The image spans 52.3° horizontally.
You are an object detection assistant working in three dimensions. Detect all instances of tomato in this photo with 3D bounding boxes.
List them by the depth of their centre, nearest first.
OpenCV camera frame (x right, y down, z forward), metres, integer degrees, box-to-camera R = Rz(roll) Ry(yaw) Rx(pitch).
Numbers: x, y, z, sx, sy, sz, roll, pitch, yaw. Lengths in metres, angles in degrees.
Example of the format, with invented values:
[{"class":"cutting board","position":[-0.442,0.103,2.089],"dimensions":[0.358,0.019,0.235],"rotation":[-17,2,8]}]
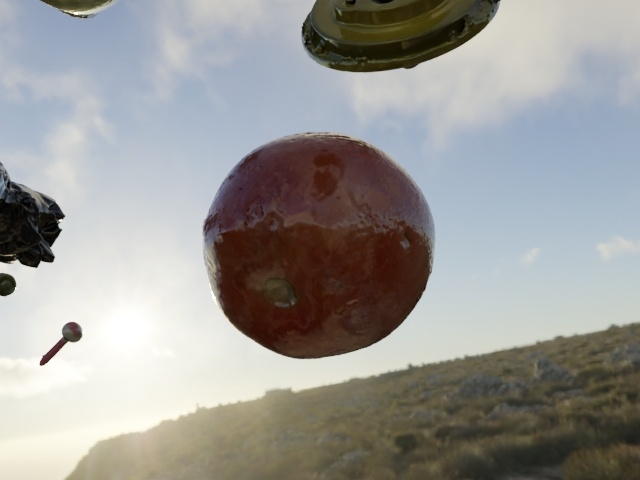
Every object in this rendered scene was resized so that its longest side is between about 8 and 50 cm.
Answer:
[{"class":"tomato","position":[0.000,0.000,0.600],"dimensions":[0.208,0.208,0.184],"rotation":[-19,19,35]}]

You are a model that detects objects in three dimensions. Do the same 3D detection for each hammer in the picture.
[{"class":"hammer","position":[-0.404,0.163,1.012],"dimensions":[0.083,0.031,0.052],"rotation":[-50,-2,-22]}]

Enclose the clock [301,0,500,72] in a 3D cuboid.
[{"class":"clock","position":[0.084,-0.277,0.743],"dimensions":[0.237,0.237,0.057],"rotation":[-12,-46,8]}]

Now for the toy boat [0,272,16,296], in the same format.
[{"class":"toy boat","position":[-0.343,0.089,0.552],"dimensions":[0.089,0.071,0.185],"rotation":[-3,17,46]}]

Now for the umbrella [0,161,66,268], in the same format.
[{"class":"umbrella","position":[-0.393,-0.052,0.744],"dimensions":[0.110,0.122,0.272],"rotation":[-41,-17,-10]}]

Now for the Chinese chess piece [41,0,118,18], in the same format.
[{"class":"Chinese chess piece","position":[-0.493,-0.574,1.175],"dimensions":[0.146,0.349,0.349],"rotation":[-35,-23,24]}]
